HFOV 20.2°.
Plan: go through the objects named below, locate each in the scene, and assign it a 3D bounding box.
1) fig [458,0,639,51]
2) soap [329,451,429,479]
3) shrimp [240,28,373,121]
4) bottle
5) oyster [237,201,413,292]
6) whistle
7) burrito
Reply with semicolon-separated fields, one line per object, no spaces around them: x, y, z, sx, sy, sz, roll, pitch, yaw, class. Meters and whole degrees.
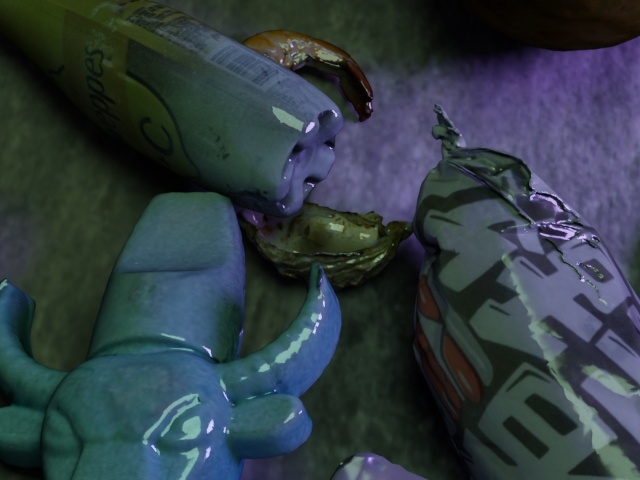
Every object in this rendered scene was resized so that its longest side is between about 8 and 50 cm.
0.211;-0.195;1.152;0.321;0.217;0.217;25;47;-35;fig
-0.031;0.270;0.667;0.107;0.296;0.285;25;52;6;soap
-0.013;-0.074;1.073;0.091;0.025;0.127;14;58;-11;shrimp
-0.115;-0.102;1.029;0.269;0.083;0.083;28;53;19;bottle
0.000;0.000;1.027;0.083;0.038;0.080;30;46;30;oyster
-0.083;0.085;0.905;0.186;0.093;0.274;-4;50;13;whistle
0.147;0.111;0.945;0.139;0.101;0.445;-22;66;-21;burrito
